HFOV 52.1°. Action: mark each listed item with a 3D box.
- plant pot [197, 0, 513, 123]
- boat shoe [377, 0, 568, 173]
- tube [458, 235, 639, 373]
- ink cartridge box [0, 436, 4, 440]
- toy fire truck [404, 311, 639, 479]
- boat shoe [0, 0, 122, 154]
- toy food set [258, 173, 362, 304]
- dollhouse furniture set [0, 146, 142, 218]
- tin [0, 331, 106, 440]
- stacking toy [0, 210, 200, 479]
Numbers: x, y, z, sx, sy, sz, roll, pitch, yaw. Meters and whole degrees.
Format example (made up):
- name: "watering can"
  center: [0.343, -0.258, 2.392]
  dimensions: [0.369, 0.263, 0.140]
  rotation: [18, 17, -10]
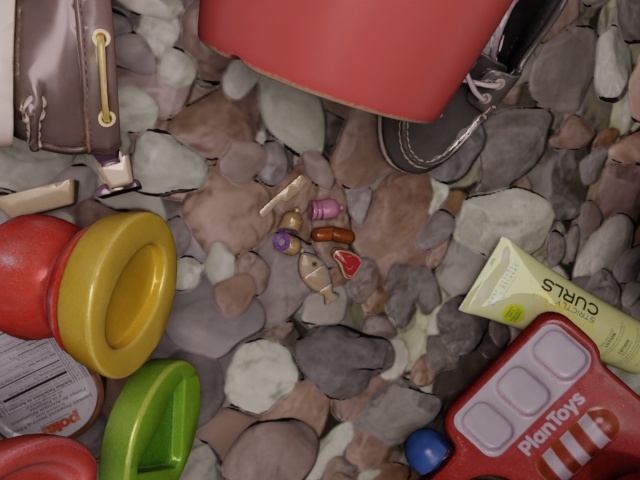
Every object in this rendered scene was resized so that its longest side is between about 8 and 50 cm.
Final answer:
- name: "plant pot"
  center: [0.037, -0.230, 0.462]
  dimensions: [0.275, 0.275, 0.243]
  rotation: [13, 110, -21]
- name: "boat shoe"
  center: [0.157, -0.211, 0.585]
  dimensions: [0.112, 0.095, 0.335]
  rotation: [26, 95, -23]
- name: "tube"
  center: [0.271, 0.083, 0.729]
  dimensions: [0.240, 0.062, 0.070]
  rotation: [26, 61, -18]
- name: "ink cartridge box"
  center: [-0.376, 0.193, 0.491]
  dimensions: [0.197, 0.114, 0.273]
  rotation: [-35, 112, 5]
- name: "toy fire truck"
  center: [0.232, 0.257, 0.701]
  dimensions: [0.254, 0.169, 0.302]
  rotation: [43, 104, 8]
- name: "boat shoe"
  center: [-0.175, -0.222, 0.453]
  dimensions: [0.097, 0.116, 0.324]
  rotation: [4, 92, -26]
- name: "toy food set"
  center: [0.000, 0.000, 0.632]
  dimensions: [0.078, 0.019, 0.122]
  rotation: [-42, 113, -4]
- name: "dollhouse furniture set"
  center: [-0.210, -0.068, 0.517]
  dimensions: [0.114, 0.091, 0.081]
  rotation: [-16, 94, -11]
- name: "tin"
  center: [-0.259, 0.097, 0.564]
  dimensions: [0.106, 0.040, 0.189]
  rotation: [-24, 111, -6]
- name: "stacking toy"
  center: [-0.211, 0.150, 0.480]
  dimensions: [0.130, 0.309, 0.279]
  rotation: [10, 139, 13]
